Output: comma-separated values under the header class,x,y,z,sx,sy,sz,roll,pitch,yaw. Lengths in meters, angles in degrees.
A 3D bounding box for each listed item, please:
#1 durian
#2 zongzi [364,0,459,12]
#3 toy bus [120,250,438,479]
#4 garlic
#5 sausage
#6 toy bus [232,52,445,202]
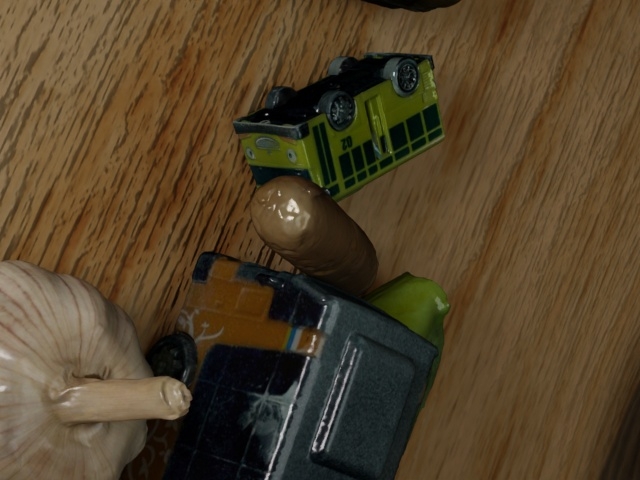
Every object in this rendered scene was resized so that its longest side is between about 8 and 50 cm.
class,x,y,z,sx,sy,sz,roll,pitch,yaw
durian,0.041,0.147,1.479,0.139,0.101,0.250,26,84,-45
zongzi,0.095,-0.252,1.361,0.221,0.242,0.112,5,88,-42
toy bus,-0.052,0.186,1.331,0.162,0.194,0.323,28,78,-43
garlic,-0.170,0.120,1.183,0.199,0.226,0.199,-4,95,-47
sausage,0.002,0.001,1.338,0.301,0.066,0.065,33,71,-77
toy bus,0.019,-0.093,1.424,0.175,0.088,0.101,-31,118,-38
